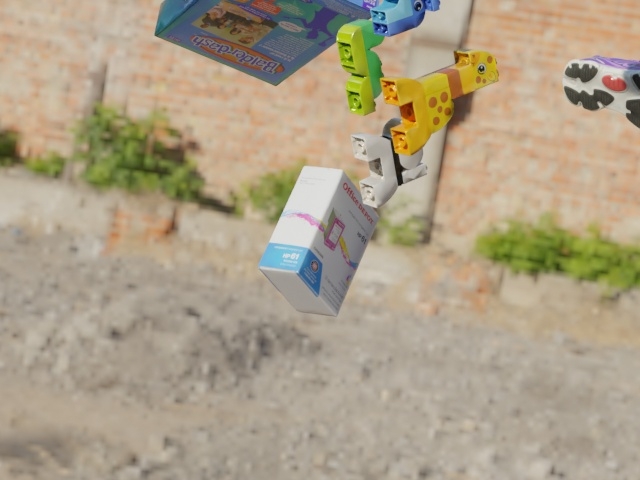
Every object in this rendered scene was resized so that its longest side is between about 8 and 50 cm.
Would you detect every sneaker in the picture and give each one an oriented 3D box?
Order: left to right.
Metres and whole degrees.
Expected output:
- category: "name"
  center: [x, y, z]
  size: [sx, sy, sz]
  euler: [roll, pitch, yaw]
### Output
- category: "sneaker"
  center: [0.328, -0.158, 1.591]
  size: [0.170, 0.068, 0.071]
  euler: [26, 42, 36]

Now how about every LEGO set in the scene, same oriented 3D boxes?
- category: "LEGO set"
  center: [0.071, -0.139, 1.148]
  size: [0.093, 0.227, 0.087]
  euler: [-23, 25, -28]

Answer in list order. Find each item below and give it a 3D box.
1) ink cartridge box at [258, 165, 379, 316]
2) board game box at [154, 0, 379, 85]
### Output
- category: "ink cartridge box"
  center: [0.000, 0.000, 1.560]
  size: [0.052, 0.122, 0.088]
  euler: [5, -30, 34]
- category: "board game box"
  center: [-0.059, -0.248, 1.683]
  size: [0.160, 0.047, 0.210]
  euler: [20, -27, -27]
